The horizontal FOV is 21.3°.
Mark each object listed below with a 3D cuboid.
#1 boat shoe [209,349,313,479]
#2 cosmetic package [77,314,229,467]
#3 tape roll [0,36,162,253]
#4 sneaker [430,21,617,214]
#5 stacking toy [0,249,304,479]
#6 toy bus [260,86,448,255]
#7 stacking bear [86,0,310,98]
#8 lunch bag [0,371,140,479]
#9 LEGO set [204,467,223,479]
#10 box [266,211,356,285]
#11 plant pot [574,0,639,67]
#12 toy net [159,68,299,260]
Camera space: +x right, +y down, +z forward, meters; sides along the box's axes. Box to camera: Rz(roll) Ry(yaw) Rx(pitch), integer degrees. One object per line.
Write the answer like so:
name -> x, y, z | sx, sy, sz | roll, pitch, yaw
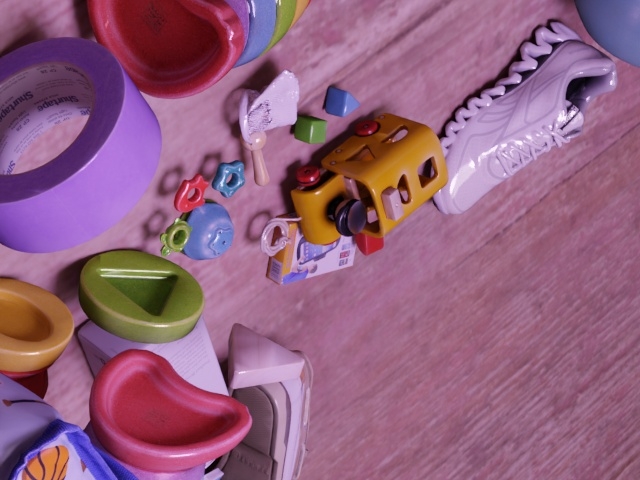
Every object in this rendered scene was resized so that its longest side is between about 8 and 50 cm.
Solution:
boat shoe -> -0.064, 0.263, 2.039 | 0.103, 0.113, 0.302 | -35, 150, -46
cosmetic package -> -0.174, 0.160, 1.874 | 0.117, 0.085, 0.231 | -38, 141, -24
tape roll -> -0.245, -0.087, 1.536 | 0.189, 0.189, 0.080 | -47, 141, -14
sneaker -> 0.250, -0.142, 2.107 | 0.292, 0.118, 0.110 | -49, 143, -9
stacking toy -> -0.197, 0.149, 1.695 | 0.279, 0.309, 0.130 | -25, 141, -50
toy bus -> 0.054, -0.055, 1.927 | 0.191, 0.104, 0.202 | 13, 95, -47
stacking bear -> -0.072, -0.260, 1.641 | 0.289, 0.175, 0.164 | -35, 174, -42
lunch bag -> -0.332, 0.223, 1.487 | 0.239, 0.328, 0.385 | -53, 155, -19
LEGO set -> -0.201, 0.382, 1.953 | 0.244, 0.060, 0.182 | -53, 169, 13
box -> 0.000, 0.000, 2.000 | 0.136, 0.028, 0.081 | -14, 124, -40
plant pot -> 0.431, -0.344, 2.043 | 0.293, 0.293, 0.235 | -26, 146, -35
toy net -> -0.101, -0.085, 1.818 | 0.122, 0.045, 0.232 | 17, 100, -50
